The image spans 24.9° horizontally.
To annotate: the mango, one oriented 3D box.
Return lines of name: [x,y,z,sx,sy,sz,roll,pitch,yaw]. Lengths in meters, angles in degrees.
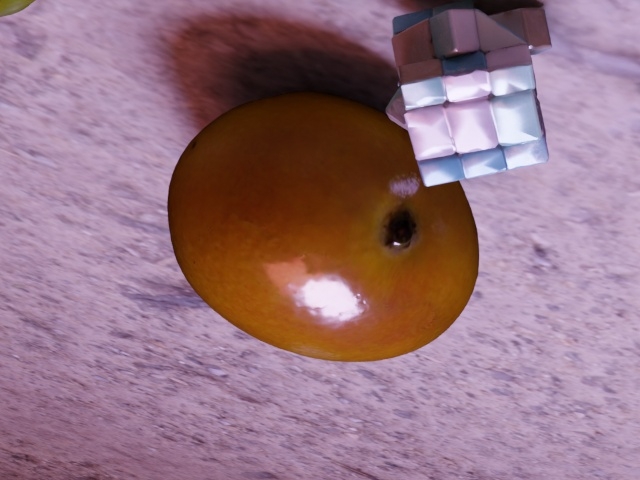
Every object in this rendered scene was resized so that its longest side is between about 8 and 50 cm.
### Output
mango: [0.006,0.002,0.844,0.176,0.139,0.254,23,170,11]

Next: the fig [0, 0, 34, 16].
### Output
fig: [-0.138,-0.145,0.498,0.167,0.167,0.233,18,154,-11]

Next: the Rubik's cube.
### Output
Rubik's cube: [0.069,-0.078,0.674,0.075,0.073,0.084,2,129,0]
